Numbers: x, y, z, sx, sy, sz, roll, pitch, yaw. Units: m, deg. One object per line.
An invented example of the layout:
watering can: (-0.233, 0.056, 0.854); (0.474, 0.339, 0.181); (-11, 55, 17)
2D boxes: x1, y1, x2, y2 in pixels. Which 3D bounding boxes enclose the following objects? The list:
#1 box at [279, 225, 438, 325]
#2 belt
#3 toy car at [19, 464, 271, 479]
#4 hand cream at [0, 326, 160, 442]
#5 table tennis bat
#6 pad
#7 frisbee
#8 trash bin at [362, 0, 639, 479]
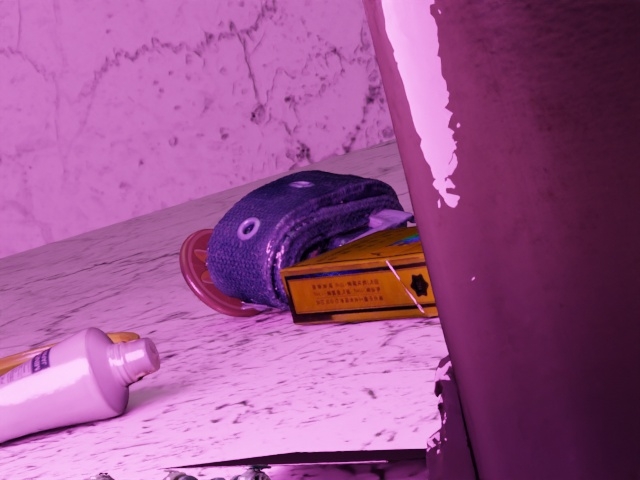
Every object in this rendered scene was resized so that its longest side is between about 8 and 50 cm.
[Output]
box: (0.086, 0.027, 1.619); (0.141, 0.064, 0.220); (-21, 7, -40)
belt: (-0.001, 0.000, 1.778); (0.128, 0.122, 0.218); (11, 24, 43)
toy car: (-0.095, 0.157, 0.980); (0.186, 0.058, 0.093); (4, -12, -42)
hand cream: (-0.292, 0.153, 1.486); (0.341, 0.077, 0.124); (-21, 6, 13)
table tennis bat: (-0.099, 0.063, 1.860); (0.170, 0.107, 0.119); (5, -36, -35)
pad: (0.010, 0.131, 1.055); (0.190, 0.004, 0.127); (-8, -6, 42)
frisbee: (-0.295, 0.134, 1.764); (0.236, 0.017, 0.236); (-14, 6, 2)
trash bin: (0.143, -0.015, 0.840); (0.252, 0.301, 0.203); (-10, 9, 30)
